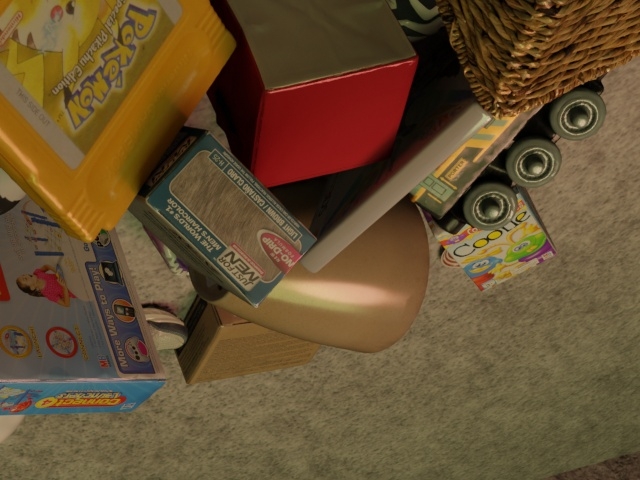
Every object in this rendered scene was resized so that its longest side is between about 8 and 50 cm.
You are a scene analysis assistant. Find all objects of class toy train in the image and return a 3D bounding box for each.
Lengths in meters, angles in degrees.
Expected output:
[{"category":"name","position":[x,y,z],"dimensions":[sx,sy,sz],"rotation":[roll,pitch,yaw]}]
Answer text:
[{"category":"toy train","position":[0.238,-0.157,1.921],"dimensions":[0.190,0.142,0.334],"rotation":[33,114,-21]}]

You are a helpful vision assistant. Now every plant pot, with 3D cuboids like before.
[{"category":"plant pot","position":[-0.035,0.026,1.950],"dimensions":[0.274,0.256,0.256],"rotation":[4,143,-40]}]

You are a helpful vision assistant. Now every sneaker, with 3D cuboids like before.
[{"category":"sneaker","position":[-0.169,0.002,2.011],"dimensions":[0.104,0.095,0.236],"rotation":[-34,158,6]},{"category":"sneaker","position":[0.180,-0.321,1.669],"dimensions":[0.235,0.094,0.153],"rotation":[-10,161,-4]},{"category":"sneaker","position":[-0.331,0.186,2.177],"dimensions":[0.283,0.122,0.110],"rotation":[-8,150,-29]}]

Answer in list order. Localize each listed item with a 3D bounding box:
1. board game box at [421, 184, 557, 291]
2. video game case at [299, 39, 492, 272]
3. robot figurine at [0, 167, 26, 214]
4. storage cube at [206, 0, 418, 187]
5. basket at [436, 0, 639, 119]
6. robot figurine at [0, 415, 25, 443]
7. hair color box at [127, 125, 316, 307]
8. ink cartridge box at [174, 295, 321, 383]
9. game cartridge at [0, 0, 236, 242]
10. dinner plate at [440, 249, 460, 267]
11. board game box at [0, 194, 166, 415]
[{"category":"board game box","position":[0.249,-0.048,2.185],"dimensions":[0.142,0.144,0.275],"rotation":[-28,153,10]},{"category":"video game case","position":[0.111,-0.139,1.793],"dimensions":[0.036,0.300,0.329],"rotation":[39,124,-14]},{"category":"robot figurine","position":[-0.350,-0.132,1.503],"dimensions":[0.174,0.209,0.278],"rotation":[19,133,-37]},{"category":"storage cube","position":[-0.017,-0.201,1.637],"dimensions":[0.215,0.183,0.193],"rotation":[-14,151,-16]},{"category":"basket","position":[0.264,-0.313,1.602],"dimensions":[0.299,0.213,0.223],"rotation":[-28,156,-29]},{"category":"robot figurine","position":[-0.466,0.161,1.809],"dimensions":[0.300,0.199,0.353],"rotation":[10,-174,-12]},{"category":"hair color box","position":[-0.142,-0.041,1.633],"dimensions":[0.105,0.174,0.347],"rotation":[-47,-162,-7]},{"category":"ink cartridge box","position":[-0.101,0.139,2.316],"dimensions":[0.235,0.088,0.193],"rotation":[-6,148,-30]},{"category":"game cartridge","position":[-0.229,-0.188,1.379],"dimensions":[0.285,0.053,0.323],"rotation":[-59,142,-18]},{"category":"dinner plate","position":[0.271,0.004,2.445],"dimensions":[0.141,0.017,0.141],"rotation":[-19,153,-10]},{"category":"board game box","position":[-0.368,0.057,1.695],"dimensions":[0.302,0.308,0.086],"rotation":[5,144,-43]}]
